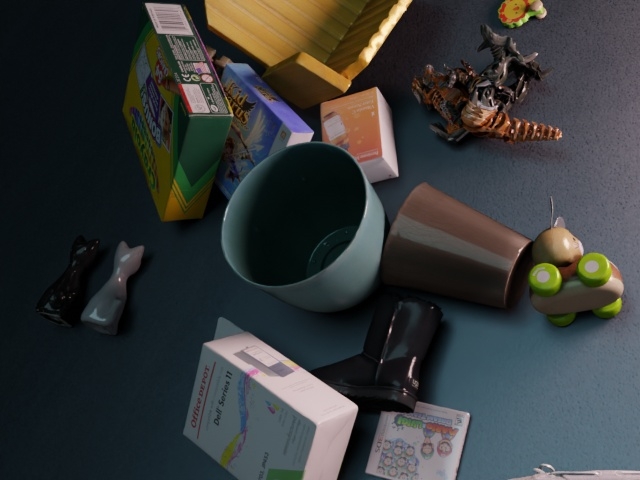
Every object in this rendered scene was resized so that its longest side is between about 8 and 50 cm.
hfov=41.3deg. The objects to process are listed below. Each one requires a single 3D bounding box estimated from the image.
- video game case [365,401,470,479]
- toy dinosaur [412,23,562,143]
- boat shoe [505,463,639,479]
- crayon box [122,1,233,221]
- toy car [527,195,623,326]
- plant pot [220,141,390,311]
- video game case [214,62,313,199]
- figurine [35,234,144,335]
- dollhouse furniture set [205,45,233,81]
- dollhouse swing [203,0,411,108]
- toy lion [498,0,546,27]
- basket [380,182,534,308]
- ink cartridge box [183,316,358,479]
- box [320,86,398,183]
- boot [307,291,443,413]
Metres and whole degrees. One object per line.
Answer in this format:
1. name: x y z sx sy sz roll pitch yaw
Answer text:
1. video game case: 0.167 0.352 1.469 0.157 0.019 0.143 8 71 28
2. toy dinosaur: 0.327 -0.273 1.639 0.322 0.164 0.218 33 99 16
3. boat shoe: 0.407 0.398 1.287 0.321 0.103 0.118 -11 108 25
4. crayon box: -0.322 -0.278 1.845 0.362 0.106 0.313 65 146 33
5. toy car: 0.416 0.024 1.424 0.149 0.155 0.188 -14 58 20
6. plant pot: 0.000 0.000 1.581 0.293 0.235 0.292 -13 59 23
7. video game case: -0.148 -0.199 1.781 0.269 0.061 0.244 49 128 34
8. figurine: -0.500 0.089 1.883 0.215 0.092 0.209 6 66 27
9. dollhouse furniture set: -0.189 -0.320 1.875 0.182 0.161 0.101 33 84 35
10. dollhouse swing: -0.025 -0.510 1.760 0.346 0.305 0.315 -56 19 -14
11. toy lion: 0.412 -0.484 1.740 0.096 0.034 0.100 -6 64 32
12. basket: 0.251 0.022 1.510 0.227 0.154 0.204 20 83 28
13. ink cartridge box: -0.122 0.305 1.521 0.354 0.119 0.207 29 114 34
14. box: 0.078 -0.205 1.732 0.130 0.091 0.170 -14 61 20
15. boot: 0.092 0.198 1.537 0.247 0.094 0.207 -2 57 37
